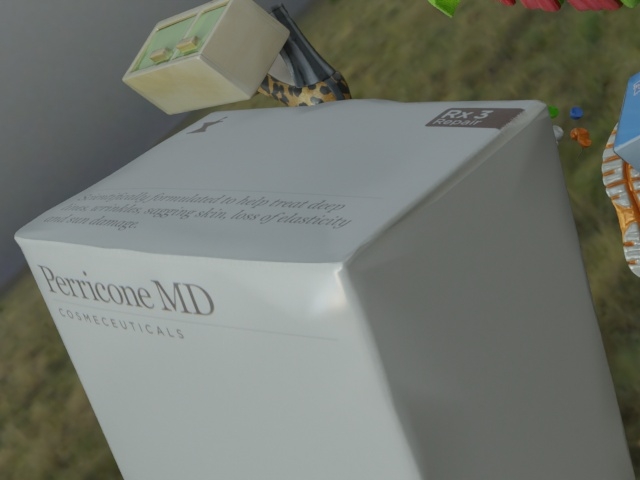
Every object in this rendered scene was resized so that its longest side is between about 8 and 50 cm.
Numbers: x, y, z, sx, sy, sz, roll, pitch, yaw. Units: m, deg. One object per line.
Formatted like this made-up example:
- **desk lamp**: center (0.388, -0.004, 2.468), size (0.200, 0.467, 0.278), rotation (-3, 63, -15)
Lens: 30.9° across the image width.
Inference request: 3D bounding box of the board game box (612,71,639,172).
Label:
- **board game box**: center (0.439, -0.070, 0.866), size (0.308, 0.302, 0.086), rotation (-30, 30, 48)

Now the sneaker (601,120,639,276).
- **sneaker**: center (0.414, -0.060, 1.496), size (0.084, 0.215, 0.083), rotation (-4, 10, 23)

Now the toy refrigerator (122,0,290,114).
- **toy refrigerator**: center (-0.156, -0.237, 1.485), size (0.269, 0.094, 0.102), rotation (4, 62, 61)

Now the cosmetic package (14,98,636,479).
- **cosmetic package**: center (0.031, 0.131, 0.579), size (0.217, 0.385, 0.156), rotation (1, 31, 43)

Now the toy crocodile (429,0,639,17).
- **toy crocodile**: center (0.272, -0.316, 1.366), size (0.340, 0.115, 0.105), rotation (13, 81, 38)

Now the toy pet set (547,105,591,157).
- **toy pet set**: center (0.243, -0.090, 1.319), size (0.065, 0.122, 0.114), rotation (114, 153, -54)

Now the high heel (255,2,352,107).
- **high heel**: center (-0.041, -0.192, 1.579), size (0.093, 0.186, 0.261), rotation (-34, -3, -19)
